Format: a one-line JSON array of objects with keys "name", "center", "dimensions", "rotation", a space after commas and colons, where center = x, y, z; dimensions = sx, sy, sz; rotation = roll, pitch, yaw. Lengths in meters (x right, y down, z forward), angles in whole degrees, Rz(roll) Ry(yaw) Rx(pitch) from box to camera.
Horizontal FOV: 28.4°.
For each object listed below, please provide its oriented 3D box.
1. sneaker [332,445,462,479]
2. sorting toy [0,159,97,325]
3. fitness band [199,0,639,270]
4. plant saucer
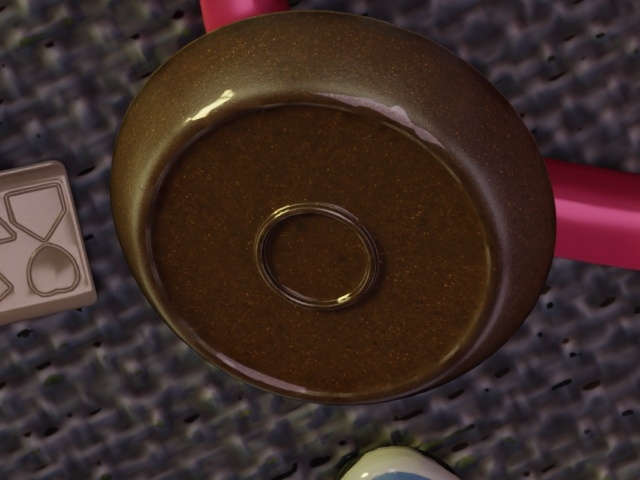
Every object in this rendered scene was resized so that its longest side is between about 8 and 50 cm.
[{"name": "sneaker", "center": [0.039, 0.187, 0.505], "dimensions": [0.080, 0.081, 0.211], "rotation": [-5, 99, 0]}, {"name": "sorting toy", "center": [-0.135, 0.005, 0.498], "dimensions": [0.083, 0.012, 0.062], "rotation": [-13, 105, -4]}, {"name": "fitness band", "center": [0.100, -0.094, 0.448], "dimensions": [0.291, 0.054, 0.209], "rotation": [11, 115, 3]}, {"name": "plant saucer", "center": [0.000, 0.000, 0.461], "dimensions": [0.168, 0.029, 0.168], "rotation": [6, 123, 9]}]
